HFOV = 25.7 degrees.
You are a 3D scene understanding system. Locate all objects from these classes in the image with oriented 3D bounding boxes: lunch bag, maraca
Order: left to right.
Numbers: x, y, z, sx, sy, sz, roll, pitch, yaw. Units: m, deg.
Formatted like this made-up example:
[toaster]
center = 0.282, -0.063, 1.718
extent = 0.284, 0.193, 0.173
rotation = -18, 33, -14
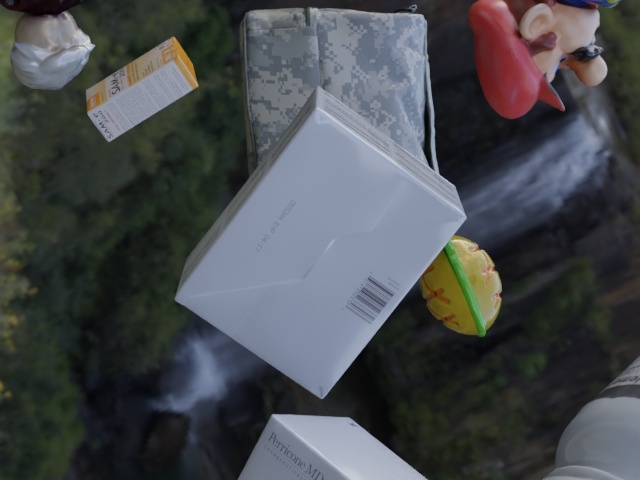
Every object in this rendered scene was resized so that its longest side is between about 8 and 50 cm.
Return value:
[lunch bag]
center = 0.030, -0.161, 1.901
extent = 0.212, 0.256, 0.305
rotation = 69, 17, -84
[maraca]
center = 0.170, 0.039, 1.773
extent = 0.127, 0.099, 0.185
rotation = -122, -172, -67

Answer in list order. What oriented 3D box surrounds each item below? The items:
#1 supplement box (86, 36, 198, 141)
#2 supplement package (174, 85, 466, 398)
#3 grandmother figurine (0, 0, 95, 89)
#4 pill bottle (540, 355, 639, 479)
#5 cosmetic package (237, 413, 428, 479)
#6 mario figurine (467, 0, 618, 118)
[supplement box]
center = -0.164, -0.139, 1.282
extent = 0.036, 0.098, 0.062
rotation = 56, 5, -27
[supplement package]
center = 0.000, 0.000, 1.559
extent = 0.204, 0.262, 0.145
rotation = 35, 14, -10
[grandmother figurine]
center = -0.291, -0.322, 1.497
extent = 0.104, 0.208, 0.342
rotation = -117, -152, -58
[pill bottle]
center = 0.300, 0.155, 0.998
extent = 0.204, 0.361, 0.204
rotation = 38, -30, 27
[cosmetic package]
center = 0.016, 0.315, 1.310
extent = 0.224, 0.224, 0.138
rotation = 35, 11, 34
[mario figurine]
center = 0.291, -0.247, 1.423
extent = 0.198, 0.320, 0.170
rotation = 25, 18, -51
